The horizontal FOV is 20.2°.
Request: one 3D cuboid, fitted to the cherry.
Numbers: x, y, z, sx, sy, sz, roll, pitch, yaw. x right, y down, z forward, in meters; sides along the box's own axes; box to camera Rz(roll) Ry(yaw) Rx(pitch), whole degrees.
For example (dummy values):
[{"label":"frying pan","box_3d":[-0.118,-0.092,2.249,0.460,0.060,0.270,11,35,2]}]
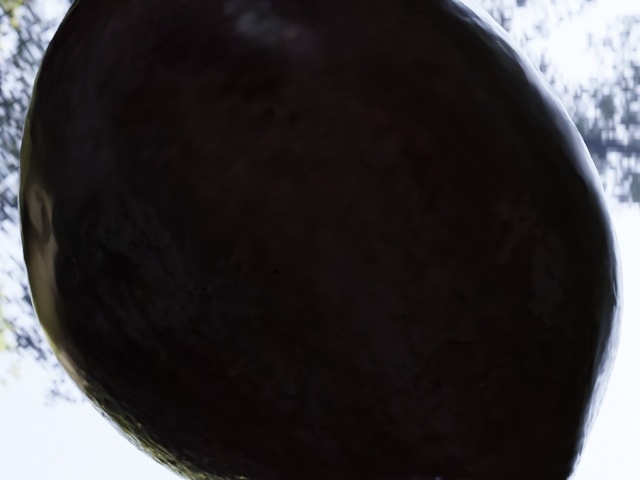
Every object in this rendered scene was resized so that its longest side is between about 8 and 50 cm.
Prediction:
[{"label":"cherry","box_3d":[0.000,0.000,0.744,0.221,0.261,0.307,-33,-123,-28]}]
